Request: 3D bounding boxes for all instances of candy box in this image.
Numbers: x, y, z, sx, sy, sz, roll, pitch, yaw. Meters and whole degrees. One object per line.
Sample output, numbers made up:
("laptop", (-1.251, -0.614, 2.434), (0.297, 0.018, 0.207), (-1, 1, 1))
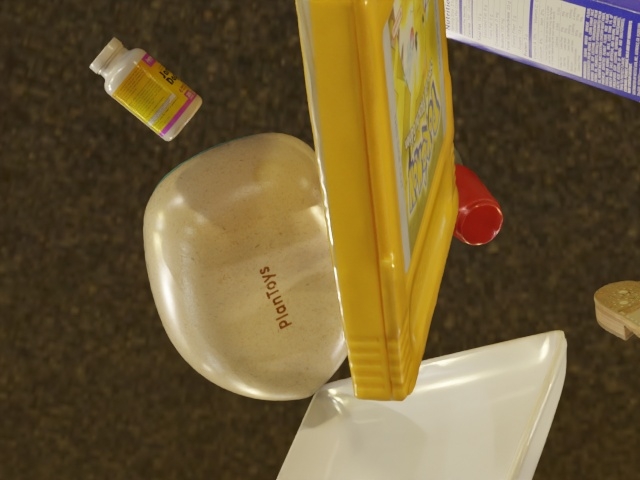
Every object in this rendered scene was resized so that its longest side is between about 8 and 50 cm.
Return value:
("candy box", (0.339, -0.293, 1.848), (0.317, 0.268, 0.122), (25, 130, 34))

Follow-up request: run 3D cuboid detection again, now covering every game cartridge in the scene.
("game cartridge", (0.053, -0.086, 1.110), (0.053, 0.285, 0.323), (-1, 123, 14))

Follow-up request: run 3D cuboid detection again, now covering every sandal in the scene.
("sandal", (0.305, 0.051, 1.271), (0.088, 0.240, 0.079), (-21, 112, -25))

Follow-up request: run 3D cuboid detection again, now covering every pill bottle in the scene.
("pill bottle", (-0.134, -0.117, 1.187), (0.083, 0.043, 0.043), (39, 125, -9))

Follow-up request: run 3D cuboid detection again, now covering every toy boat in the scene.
("toy boat", (0.000, 0.000, 1.392), (0.318, 0.148, 0.267), (-21, 124, -13))

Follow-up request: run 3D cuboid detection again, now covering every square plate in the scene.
("square plate", (0.042, 0.250, 1.220), (0.049, 0.347, 0.344), (34, 152, -22))
